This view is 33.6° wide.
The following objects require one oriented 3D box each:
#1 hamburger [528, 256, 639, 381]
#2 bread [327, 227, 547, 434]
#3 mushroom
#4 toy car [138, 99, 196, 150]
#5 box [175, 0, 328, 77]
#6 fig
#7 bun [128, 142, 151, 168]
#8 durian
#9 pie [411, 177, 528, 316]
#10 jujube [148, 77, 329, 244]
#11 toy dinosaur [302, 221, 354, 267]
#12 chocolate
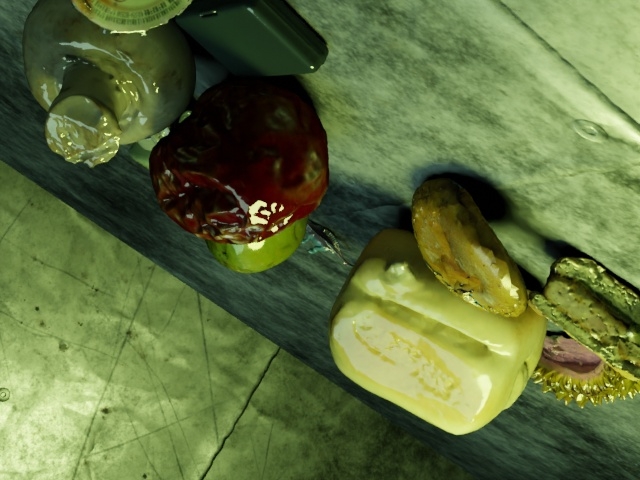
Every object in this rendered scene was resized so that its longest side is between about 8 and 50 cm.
[{"bbox_3d":[0.465,0.124,1.741,0.262,0.124,0.131,37,-179,-5],"label":"hamburger"},{"bbox_3d":[0.226,0.170,2.002,0.376,0.253,0.348,26,121,17],"label":"bread"},{"bbox_3d":[-0.362,-0.258,1.706,0.297,0.290,0.298,14,142,11],"label":"mushroom"},{"bbox_3d":[-0.362,-0.286,1.994,0.193,0.118,0.301,22,162,37],"label":"toy car"},{"bbox_3d":[-0.104,-0.303,1.559,0.160,0.050,0.230,40,163,-31],"label":"box"},{"bbox_3d":[-0.157,-0.067,2.077,0.233,0.233,0.314,19,167,37],"label":"fig"},{"bbox_3d":[-0.289,-0.169,2.205,0.221,0.108,0.221,28,178,1],"label":"bun"},{"bbox_3d":[0.527,0.274,2.086,0.191,0.112,0.341,39,161,-22],"label":"durian"},{"bbox_3d":[0.237,0.019,1.728,0.273,0.069,0.273,52,164,22],"label":"pie"},{"bbox_3d":[-0.135,-0.131,1.761,0.276,0.276,0.376,39,164,-29],"label":"jujube"},{"bbox_3d":[0.000,0.000,2.340,0.197,0.045,0.080,42,155,-8],"label":"toy dinosaur"},{"bbox_3d":[-0.272,-0.394,1.399,0.147,0.221,0.221,43,178,45],"label":"chocolate"}]
